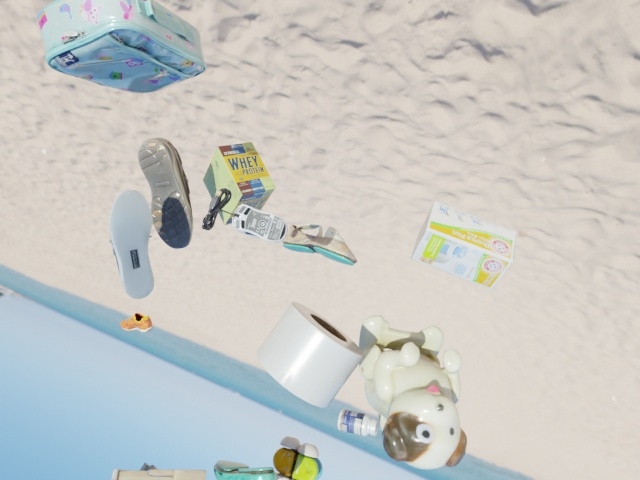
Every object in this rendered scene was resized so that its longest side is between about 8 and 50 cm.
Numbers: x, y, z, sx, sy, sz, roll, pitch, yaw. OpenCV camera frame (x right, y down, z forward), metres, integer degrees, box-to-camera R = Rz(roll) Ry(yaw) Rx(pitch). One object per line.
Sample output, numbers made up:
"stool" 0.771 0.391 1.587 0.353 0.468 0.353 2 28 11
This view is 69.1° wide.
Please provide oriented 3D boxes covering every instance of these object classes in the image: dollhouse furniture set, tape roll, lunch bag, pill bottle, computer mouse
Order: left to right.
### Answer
"lunch bag" -0.369 -0.377 0.897 0.223 0.108 0.279 -8 -179 22
"dollhouse furniture set" -0.394 0.687 1.046 0.197 0.304 0.286 10 149 -17
"computer mouse" -0.171 -0.045 1.086 0.192 0.106 0.042 22 168 -17
"tape roll" -0.026 0.303 1.257 0.246 0.169 0.246 36 -179 -1
"pill bottle" 0.120 0.577 1.467 0.120 0.067 0.067 4 153 21

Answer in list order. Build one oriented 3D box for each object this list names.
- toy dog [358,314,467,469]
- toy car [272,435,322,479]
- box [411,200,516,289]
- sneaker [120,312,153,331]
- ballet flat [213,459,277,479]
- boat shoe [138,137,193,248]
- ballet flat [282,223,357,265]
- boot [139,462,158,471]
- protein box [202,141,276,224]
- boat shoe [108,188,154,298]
"toy dog" 0.246 0.451 1.322 0.284 0.396 0.408 21 -167 -13
"toy car" -0.070 0.776 1.604 0.181 0.159 0.136 2 157 37
"box" 0.333 0.012 1.081 0.203 0.103 0.114 22 138 6
"sneaker" -0.680 0.297 1.719 0.175 0.064 0.068 -7 103 33
"ballet flat" -0.187 0.573 1.094 0.083 0.087 0.247 16 154 -34
"boat shoe" -0.458 -0.150 1.459 0.132 0.130 0.356 0 113 9
"ballet flat" 0.000 0.000 1.578 0.315 0.106 0.107 14 165 34
"boot" -0.463 0.743 1.386 0.161 0.084 0.246 38 154 -12
"protein box" -0.286 -0.197 1.615 0.200 0.135 0.201 61 143 15
"boat shoe" -0.523 0.005 1.286 0.104 0.113 0.307 24 124 49
